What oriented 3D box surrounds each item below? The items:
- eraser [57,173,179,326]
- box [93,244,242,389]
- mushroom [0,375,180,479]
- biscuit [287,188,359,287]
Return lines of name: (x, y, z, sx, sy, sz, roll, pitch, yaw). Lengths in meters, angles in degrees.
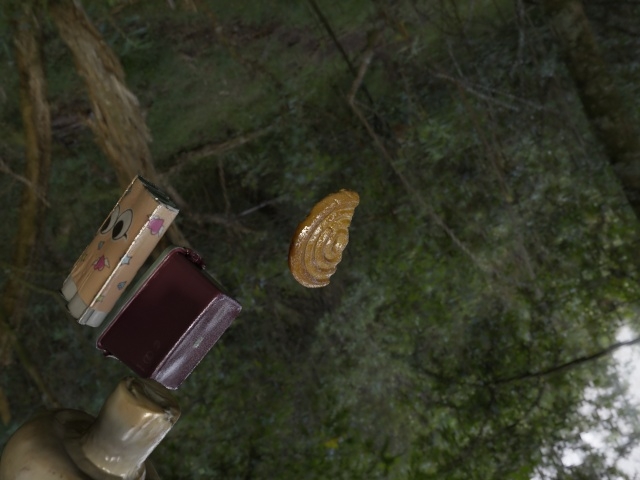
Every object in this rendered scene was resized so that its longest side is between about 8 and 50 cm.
eraser: (-0.411, 0.021, 1.544, 0.087, 0.171, 0.290, 32, 95, -36)
box: (-0.321, 0.175, 1.649, 0.294, 0.167, 0.193, -51, 157, -5)
mushroom: (-0.337, 0.356, 1.223, 0.290, 0.292, 0.292, -48, 172, 2)
biscuit: (0.001, 0.001, 1.528, 0.145, 0.033, 0.224, 1, 117, -46)
